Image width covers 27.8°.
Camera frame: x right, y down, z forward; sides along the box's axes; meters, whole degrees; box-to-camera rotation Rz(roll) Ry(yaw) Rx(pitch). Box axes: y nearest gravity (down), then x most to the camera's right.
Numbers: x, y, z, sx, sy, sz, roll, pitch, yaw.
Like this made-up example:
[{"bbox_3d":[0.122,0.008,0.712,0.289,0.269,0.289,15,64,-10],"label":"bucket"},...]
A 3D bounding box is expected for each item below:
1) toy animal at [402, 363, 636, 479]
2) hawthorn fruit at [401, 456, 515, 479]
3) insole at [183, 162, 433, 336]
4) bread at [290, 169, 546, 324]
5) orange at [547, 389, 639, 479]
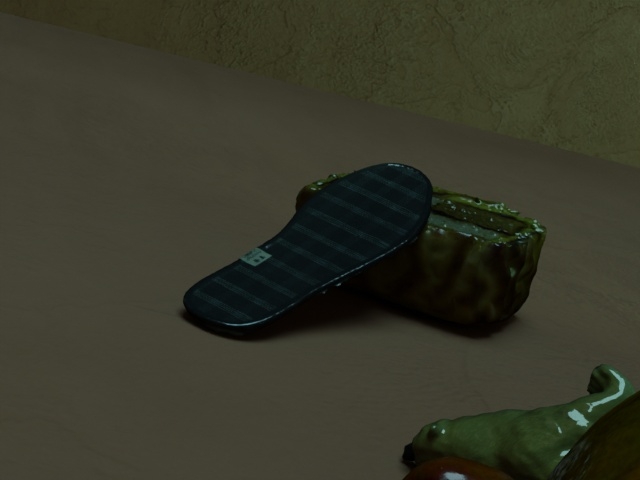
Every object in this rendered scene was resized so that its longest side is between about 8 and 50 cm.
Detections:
[{"bbox_3d":[0.158,0.143,0.772,0.101,0.103,0.219,-28,43,-36],"label":"toy animal"},{"bbox_3d":[0.074,0.149,0.648,0.081,0.081,0.093,23,3,31],"label":"hawthorn fruit"},{"bbox_3d":[0.000,0.000,1.081,0.110,0.012,0.309,27,38,28],"label":"insole"},{"bbox_3d":[0.090,0.004,1.220,0.222,0.096,0.181,17,15,18],"label":"bread"},{"bbox_3d":[0.204,0.148,0.563,0.240,0.171,0.240,19,7,-2],"label":"orange"}]
